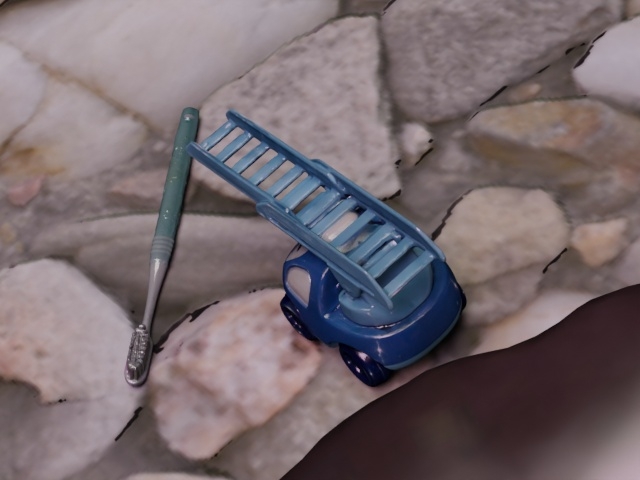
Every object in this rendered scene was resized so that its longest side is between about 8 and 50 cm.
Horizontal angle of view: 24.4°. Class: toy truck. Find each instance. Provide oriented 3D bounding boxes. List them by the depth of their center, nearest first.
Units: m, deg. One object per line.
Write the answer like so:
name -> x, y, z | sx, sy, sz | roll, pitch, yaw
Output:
toy truck -> 0.000, 0.000, 0.639 | 0.063, 0.074, 0.136 | -42, 51, -18

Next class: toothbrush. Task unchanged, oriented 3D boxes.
toothbrush -> -0.074, -0.003, 0.703 | 0.011, 0.014, 0.167 | 7, 52, 1

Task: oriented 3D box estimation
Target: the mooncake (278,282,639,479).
mooncake -> 0.101, 0.217, 0.338 | 0.350, 0.212, 0.381 | -27, 52, 0
